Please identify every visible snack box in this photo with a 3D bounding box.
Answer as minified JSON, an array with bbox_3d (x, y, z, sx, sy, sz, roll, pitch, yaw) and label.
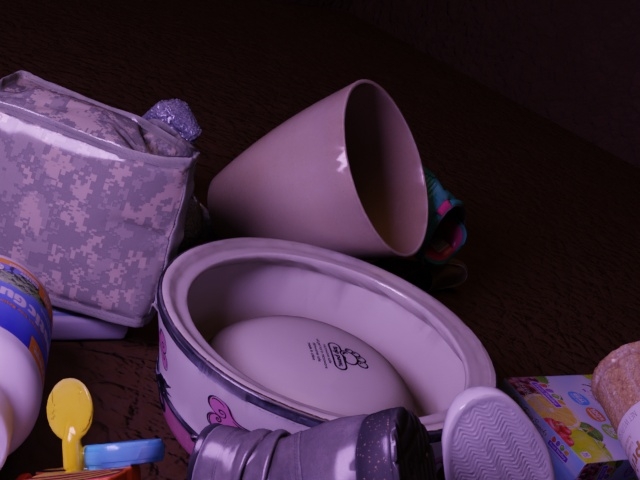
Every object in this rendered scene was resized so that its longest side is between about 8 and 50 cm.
[{"bbox_3d":[0.359,0.257,1.297,0.207,0.070,0.174,4,29,-33],"label":"snack box"}]

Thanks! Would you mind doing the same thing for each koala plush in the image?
[{"bbox_3d":[-0.253,-0.066,1.467,0.196,0.203,0.221,-21,66,-44],"label":"koala plush"}]

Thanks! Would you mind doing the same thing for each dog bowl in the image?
[{"bbox_3d":[-0.008,0.157,1.145,0.408,0.150,0.408,16,23,-7],"label":"dog bowl"}]

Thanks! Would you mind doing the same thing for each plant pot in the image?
[{"bbox_3d":[-0.020,-0.071,1.417,0.274,0.256,0.256,-15,8,28],"label":"plant pot"}]

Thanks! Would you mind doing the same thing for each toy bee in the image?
[{"bbox_3d":[-0.209,0.238,0.849,0.162,0.298,0.195,-7,60,7],"label":"toy bee"}]

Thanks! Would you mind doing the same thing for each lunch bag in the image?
[{"bbox_3d":[-0.295,-0.047,1.179,0.287,0.235,0.169,22,20,6],"label":"lunch bag"}]

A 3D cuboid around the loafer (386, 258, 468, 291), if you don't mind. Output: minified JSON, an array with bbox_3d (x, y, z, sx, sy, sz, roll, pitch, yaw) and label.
[{"bbox_3d":[0.184,0.062,1.621,0.148,0.056,0.050,-1,30,-19],"label":"loafer"}]

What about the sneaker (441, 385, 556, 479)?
[{"bbox_3d":[0.184,0.243,1.006,0.108,0.292,0.169,-24,23,2],"label":"sneaker"}]

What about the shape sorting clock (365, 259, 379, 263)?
[{"bbox_3d":[0.000,0.000,1.611,0.206,0.040,0.206,21,8,-3],"label":"shape sorting clock"}]

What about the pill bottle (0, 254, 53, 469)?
[{"bbox_3d":[-0.340,0.124,0.926,0.152,0.152,0.272,12,17,-16],"label":"pill bottle"}]

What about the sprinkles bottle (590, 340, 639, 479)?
[{"bbox_3d":[0.433,0.275,1.120,0.121,0.121,0.355,11,34,-18],"label":"sprinkles bottle"}]

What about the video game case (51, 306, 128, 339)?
[{"bbox_3d":[-0.444,0.032,1.234,0.329,0.036,0.300,3,28,-32],"label":"video game case"}]

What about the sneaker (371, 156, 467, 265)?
[{"bbox_3d":[0.152,-0.028,1.619,0.178,0.295,0.124,44,72,7],"label":"sneaker"}]

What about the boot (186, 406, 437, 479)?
[{"bbox_3d":[-0.006,0.315,0.815,0.223,0.338,0.118,-14,-27,24],"label":"boot"}]
